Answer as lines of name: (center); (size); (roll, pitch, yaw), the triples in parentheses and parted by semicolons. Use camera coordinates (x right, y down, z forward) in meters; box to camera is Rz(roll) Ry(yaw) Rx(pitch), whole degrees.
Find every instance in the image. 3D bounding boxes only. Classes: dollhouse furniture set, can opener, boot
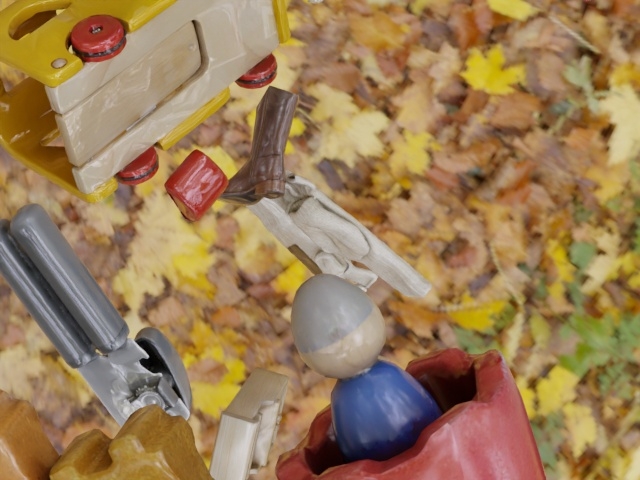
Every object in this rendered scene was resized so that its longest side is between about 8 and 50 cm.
dollhouse furniture set: (0.011, 0.249, 1.520); (0.242, 0.161, 0.212); (15, 108, 8)
can opener: (-0.223, 0.080, 1.321); (0.076, 0.095, 0.283); (-25, 111, 21)
boot: (-0.067, -0.096, 1.343); (0.037, 0.106, 0.114); (20, 70, -47)

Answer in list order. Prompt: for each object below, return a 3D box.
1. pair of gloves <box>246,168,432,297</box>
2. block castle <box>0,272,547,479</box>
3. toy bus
pair of gloves: (0.000, 0.000, 1.448); (0.204, 0.240, 0.042); (41, 76, -18)
block castle: (-0.132, 0.199, 0.411); (0.453, 0.303, 0.213); (-25, 101, 19)
toy bus: (-0.102, -0.119, 0.745); (0.202, 0.104, 0.191); (10, 106, -58)
